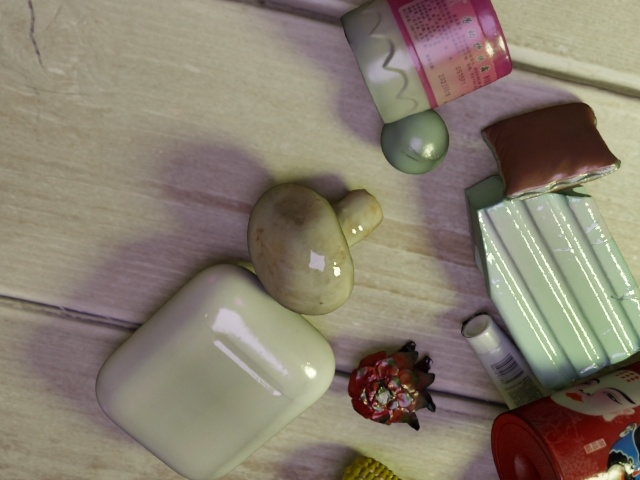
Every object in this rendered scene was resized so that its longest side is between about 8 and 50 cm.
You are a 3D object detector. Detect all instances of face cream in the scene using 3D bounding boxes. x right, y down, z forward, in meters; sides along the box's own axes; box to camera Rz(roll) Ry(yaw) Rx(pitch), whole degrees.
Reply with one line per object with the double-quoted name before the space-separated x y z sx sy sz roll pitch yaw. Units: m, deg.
"face cream" 0.322 0.222 1.591 0.092 0.058 0.244 -35 115 7
"face cream" 0.146 -0.273 1.314 0.194 0.175 0.175 -24 111 8

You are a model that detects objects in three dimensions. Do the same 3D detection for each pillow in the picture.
"pillow" 0.334 -0.127 1.378 0.171 0.179 0.075 -15 128 8

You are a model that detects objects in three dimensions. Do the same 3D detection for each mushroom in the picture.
"mushroom" -0.017 0.005 1.443 0.206 0.209 0.207 14 120 25

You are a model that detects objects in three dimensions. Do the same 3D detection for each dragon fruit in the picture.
"dragon fruit" 0.115 0.241 1.563 0.142 0.121 0.130 13 121 -32

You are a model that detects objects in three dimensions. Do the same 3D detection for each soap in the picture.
"soap" 0.364 0.049 1.482 0.208 0.115 0.347 -29 110 12

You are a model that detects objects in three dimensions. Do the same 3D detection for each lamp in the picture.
"lamp" 0.140 -0.150 1.404 0.105 0.105 0.105 0 113 0

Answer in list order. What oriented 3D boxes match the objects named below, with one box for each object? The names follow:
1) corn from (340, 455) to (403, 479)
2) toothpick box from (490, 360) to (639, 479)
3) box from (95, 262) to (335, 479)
"corn" 0.167 0.516 1.620 0.344 0.131 0.131 40 109 10
"toothpick box" 0.463 0.312 1.487 0.333 0.204 0.204 -17 114 -20
"box" -0.171 0.220 1.537 0.349 0.141 0.288 -42 106 16
